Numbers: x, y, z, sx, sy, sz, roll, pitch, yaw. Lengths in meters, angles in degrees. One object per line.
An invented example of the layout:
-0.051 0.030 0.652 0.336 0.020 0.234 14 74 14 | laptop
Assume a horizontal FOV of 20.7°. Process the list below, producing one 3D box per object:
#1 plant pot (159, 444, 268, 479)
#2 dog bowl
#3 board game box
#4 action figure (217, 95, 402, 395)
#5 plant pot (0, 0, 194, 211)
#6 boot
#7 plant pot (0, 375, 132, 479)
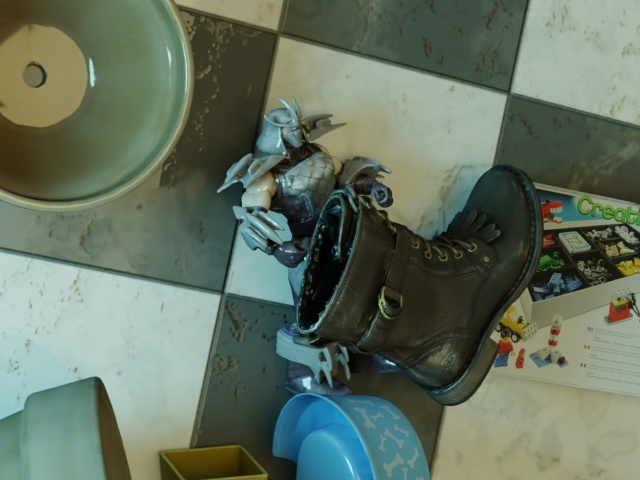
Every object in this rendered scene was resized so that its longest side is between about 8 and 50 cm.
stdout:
-0.101 0.243 1.616 0.081 0.081 0.083 -2 104 -21 | plant pot
0.026 0.274 1.605 0.074 0.166 0.297 -10 116 -33 | dog bowl
0.292 0.055 1.767 0.305 0.053 0.193 11 90 -22 | board game box
0.000 0.000 1.619 0.185 0.099 0.285 -29 113 -36 | action figure
-0.237 -0.145 1.517 0.237 0.109 0.237 -2 95 -22 | plant pot
0.088 0.010 1.582 0.229 0.091 0.263 34 66 -41 | boot
-0.284 0.300 1.449 0.280 0.323 0.323 -13 99 -4 | plant pot
